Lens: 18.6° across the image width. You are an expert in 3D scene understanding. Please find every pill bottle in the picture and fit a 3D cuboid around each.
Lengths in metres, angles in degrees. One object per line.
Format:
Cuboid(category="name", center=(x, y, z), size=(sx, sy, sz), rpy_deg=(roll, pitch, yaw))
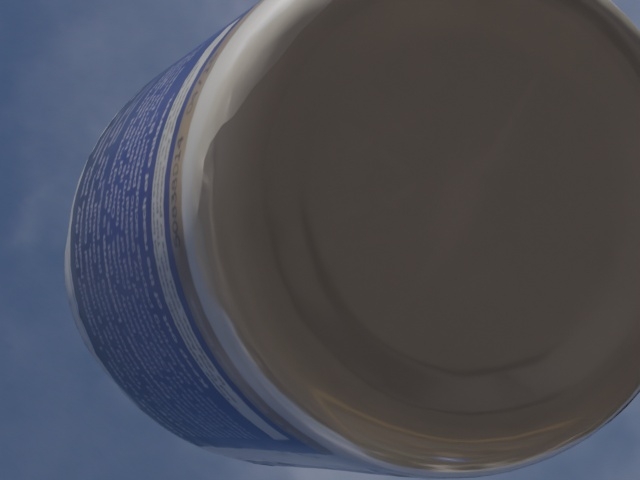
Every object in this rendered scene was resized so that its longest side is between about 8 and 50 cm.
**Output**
Cuboid(category="pill bottle", center=(0.000, 0.000, 0.646), size=(0.153, 0.265, 0.153), rpy_deg=(2, -96, -18))
